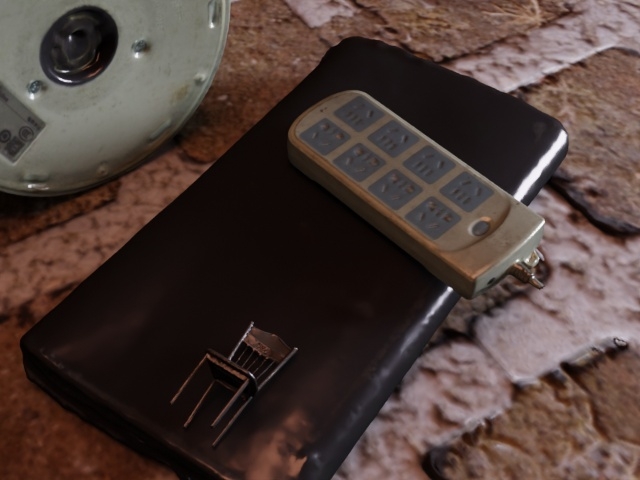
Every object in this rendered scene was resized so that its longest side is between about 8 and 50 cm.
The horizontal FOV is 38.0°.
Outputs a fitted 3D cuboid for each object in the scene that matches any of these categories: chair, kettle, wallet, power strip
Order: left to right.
[{"bbox_3d":[-0.318,-0.203,0.772,0.361,0.250,0.376,-46,57,0],"label":"kettle"},{"bbox_3d":[-0.050,0.078,0.554,0.037,0.042,0.086,28,56,17],"label":"chair"},{"bbox_3d":[0.000,0.001,0.687,0.228,0.062,0.406,28,55,21],"label":"wallet"},{"bbox_3d":[0.067,-0.035,0.657,0.080,0.029,0.227,-36,60,-27],"label":"power strip"}]
